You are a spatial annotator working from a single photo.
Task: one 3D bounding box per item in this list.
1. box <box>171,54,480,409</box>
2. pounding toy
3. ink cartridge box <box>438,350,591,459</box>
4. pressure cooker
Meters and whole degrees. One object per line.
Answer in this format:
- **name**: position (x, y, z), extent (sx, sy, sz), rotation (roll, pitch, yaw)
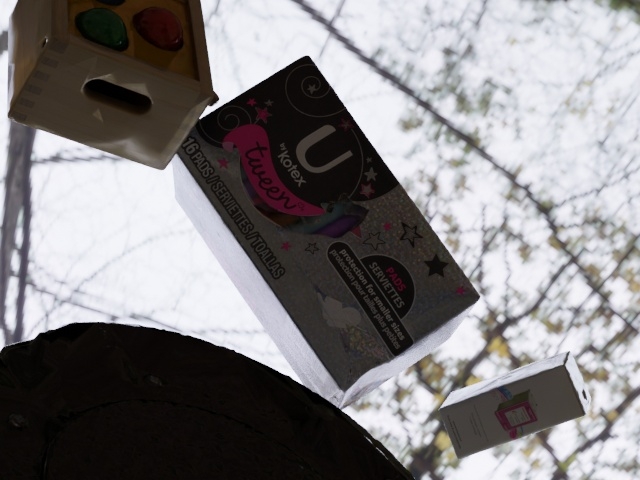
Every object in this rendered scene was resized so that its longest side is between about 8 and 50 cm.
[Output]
- **box**: position (0.000, 0.000, 1.185), extent (0.142, 0.163, 0.247), rotation (-34, -100, -12)
- **pounding toy**: position (-0.138, -0.162, 1.101), extent (0.181, 0.094, 0.206), rotation (18, -142, -27)
- **ink cartridge box**: position (0.177, 0.147, 1.291), extent (0.123, 0.088, 0.052), rotation (-20, -90, 13)
- **pressure cooker**: position (-0.138, 0.308, 0.861), extent (0.370, 0.420, 0.375), rotation (35, -153, 15)
